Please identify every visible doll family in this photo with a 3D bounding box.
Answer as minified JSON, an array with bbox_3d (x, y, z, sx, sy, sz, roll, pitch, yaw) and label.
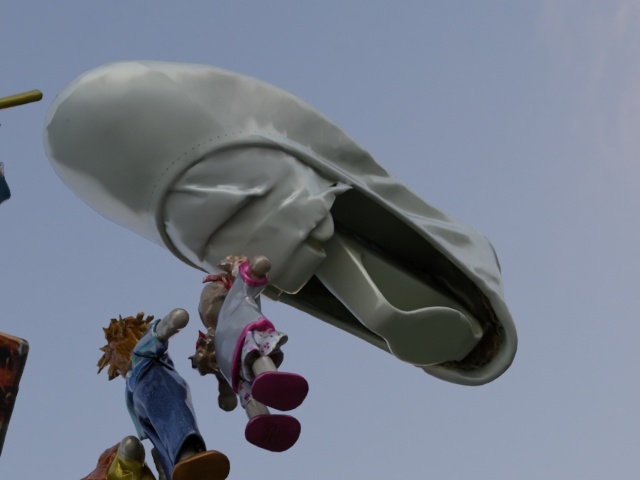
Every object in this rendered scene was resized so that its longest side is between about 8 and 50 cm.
[{"bbox_3d":[-0.096,0.128,0.953,0.118,0.163,0.263,-1,-62,-21],"label":"doll family"}]

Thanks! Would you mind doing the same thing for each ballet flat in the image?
[{"bbox_3d":[0.000,0.000,1.037,0.400,0.139,0.139,27,-80,-39],"label":"ballet flat"}]

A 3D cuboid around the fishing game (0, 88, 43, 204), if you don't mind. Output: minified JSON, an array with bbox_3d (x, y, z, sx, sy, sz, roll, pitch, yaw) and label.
[{"bbox_3d":[-0.245,0.026,0.907,0.264,0.041,0.189,-55,-12,20],"label":"fishing game"}]

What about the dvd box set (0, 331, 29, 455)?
[{"bbox_3d":[-0.356,0.127,0.637,0.420,0.062,0.308,22,-107,-29],"label":"dvd box set"}]
